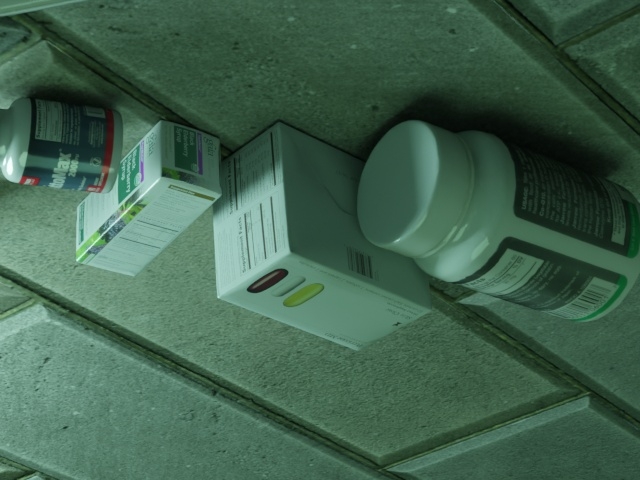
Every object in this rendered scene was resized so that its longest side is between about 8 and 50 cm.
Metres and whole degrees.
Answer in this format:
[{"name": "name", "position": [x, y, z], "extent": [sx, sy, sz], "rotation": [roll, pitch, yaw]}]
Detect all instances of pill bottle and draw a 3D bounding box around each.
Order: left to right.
[{"name": "pill bottle", "position": [-0.344, -0.121, 2.142], "extent": [0.180, 0.108, 0.108], "rotation": [7, 147, -18]}, {"name": "pill bottle", "position": [0.241, -0.028, 2.284], "extent": [0.361, 0.204, 0.204], "rotation": [19, 141, -33]}]

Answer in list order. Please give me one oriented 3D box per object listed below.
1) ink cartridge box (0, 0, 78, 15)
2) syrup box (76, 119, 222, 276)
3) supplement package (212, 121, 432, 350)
[{"name": "ink cartridge box", "position": [-0.336, -0.344, 1.586], "extent": [0.394, 0.285, 0.166], "rotation": [-9, -172, 7]}, {"name": "syrup box", "position": [-0.229, -0.053, 2.281], "extent": [0.096, 0.093, 0.237], "rotation": [16, 143, -30]}, {"name": "supplement package", "position": [0.000, 0.000, 2.294], "extent": [0.262, 0.204, 0.145], "rotation": [22, 140, -38]}]
